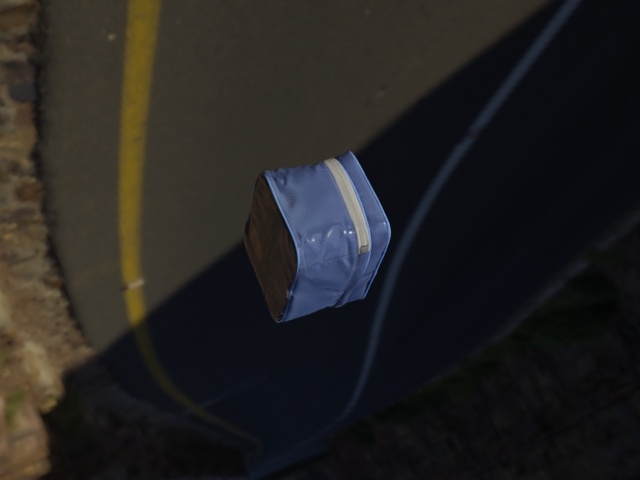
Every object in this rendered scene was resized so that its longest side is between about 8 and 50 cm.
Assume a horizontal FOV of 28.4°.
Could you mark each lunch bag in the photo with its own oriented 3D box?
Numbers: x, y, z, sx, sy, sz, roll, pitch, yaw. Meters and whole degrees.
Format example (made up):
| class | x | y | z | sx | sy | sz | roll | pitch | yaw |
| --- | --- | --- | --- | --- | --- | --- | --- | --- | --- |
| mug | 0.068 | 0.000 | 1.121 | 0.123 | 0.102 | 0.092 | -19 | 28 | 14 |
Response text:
| class | x | y | z | sx | sy | sz | roll | pitch | yaw |
| --- | --- | --- | --- | --- | --- | --- | --- | --- | --- |
| lunch bag | 0.000 | 0.000 | 0.715 | 0.065 | 0.067 | 0.098 | -14 | 156 | -18 |
